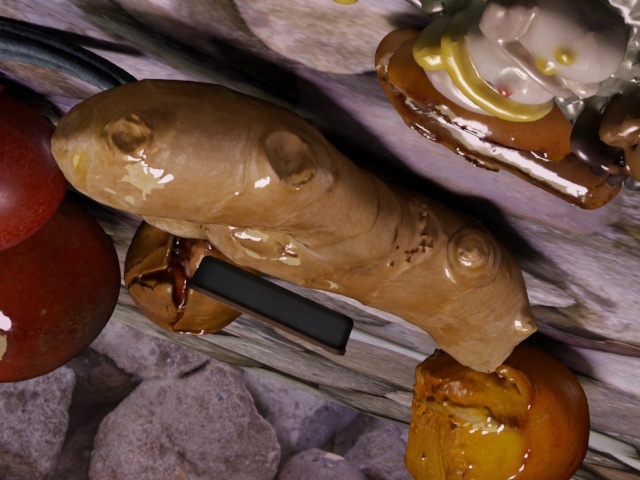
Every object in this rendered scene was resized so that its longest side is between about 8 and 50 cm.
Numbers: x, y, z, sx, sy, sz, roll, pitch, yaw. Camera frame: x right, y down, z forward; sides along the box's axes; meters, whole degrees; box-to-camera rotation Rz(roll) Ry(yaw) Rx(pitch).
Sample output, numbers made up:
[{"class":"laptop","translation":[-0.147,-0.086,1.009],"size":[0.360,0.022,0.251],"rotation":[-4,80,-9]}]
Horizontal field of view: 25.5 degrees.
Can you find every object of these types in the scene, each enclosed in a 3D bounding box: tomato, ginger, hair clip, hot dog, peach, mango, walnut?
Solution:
[{"class":"tomato","translation":[-0.295,-0.062,1.194],"size":[0.167,0.167,0.167],"rotation":[19,169,4]},{"class":"ginger","translation":[0.005,-0.017,1.002],"size":[0.348,0.122,0.363],"rotation":[15,167,2]},{"class":"hair clip","translation":[0.131,-0.065,0.566],"size":[0.321,0.091,0.138],"rotation":[22,166,-18]},{"class":"hot dog","translation":[0.092,-0.063,0.730],"size":[0.140,0.060,0.090],"rotation":[20,174,-23]},{"class":"hair clip","translation":[-0.245,-0.135,1.001],"size":[0.275,0.083,0.048],"rotation":[7,158,24]},{"class":"peach","translation":[-0.350,0.047,1.634],"size":[0.252,0.252,0.252],"rotation":[19,169,4]},{"class":"mango","translation":[0.186,0.199,1.545],"size":[0.199,0.201,0.350],"rotation":[46,-179,9]},{"class":"walnut","translation":[-0.123,0.023,1.378],"size":[0.137,0.137,0.245],"rotation":[21,160,-4]}]

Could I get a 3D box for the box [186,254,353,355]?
[{"class":"box","translation":[-0.035,0.049,1.072],"size":[0.126,0.031,0.091],"rotation":[24,178,9]}]
